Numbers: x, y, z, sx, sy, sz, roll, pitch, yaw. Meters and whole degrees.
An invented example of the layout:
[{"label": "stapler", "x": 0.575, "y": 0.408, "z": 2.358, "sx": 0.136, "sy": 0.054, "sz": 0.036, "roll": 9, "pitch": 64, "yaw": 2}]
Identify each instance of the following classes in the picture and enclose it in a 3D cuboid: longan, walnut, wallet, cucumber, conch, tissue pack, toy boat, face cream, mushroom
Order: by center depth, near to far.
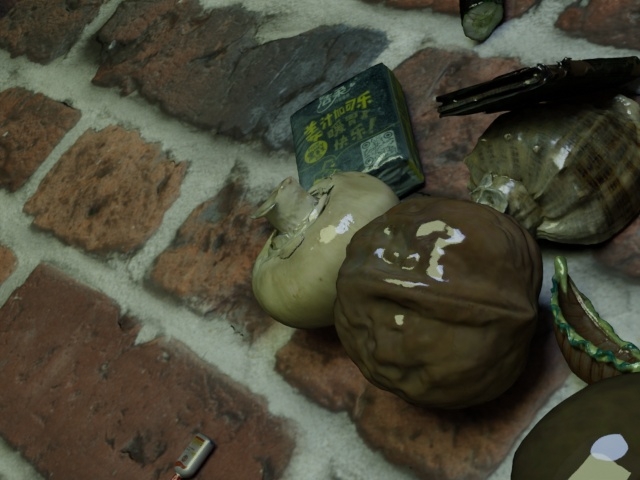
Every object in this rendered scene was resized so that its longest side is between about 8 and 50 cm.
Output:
[{"label": "longan", "x": 0.320, "y": 0.260, "z": 1.197, "sx": 0.300, "sy": 0.300, "sz": 0.243, "roll": -57, "pitch": -2, "yaw": -19}, {"label": "toy boat", "x": 0.328, "y": 0.119, "z": 1.439, "sx": 0.293, "sy": 0.109, "sz": 0.099, "roll": 49, "pitch": 122, "yaw": 59}, {"label": "walnut", "x": 0.145, "y": 0.073, "z": 1.543, "sx": 0.273, "sy": 0.227, "sz": 0.273, "roll": -23, "pitch": 40, "yaw": 21}, {"label": "conch", "x": 0.303, "y": -0.106, "z": 1.637, "sx": 0.291, "sy": 0.159, "sz": 0.210, "roll": -46, "pitch": 35, "yaw": -8}, {"label": "wallet", "x": 0.297, "y": -0.205, "z": 1.675, "sx": 0.169, "sy": 0.044, "sz": 0.317, "roll": -14, "pitch": 1, "yaw": 36}, {"label": "mushroom", "x": 0.000, "y": 0.000, "z": 1.747, "sx": 0.246, "sy": 0.202, "sz": 0.246, "roll": -39, "pitch": 21, "yaw": 18}, {"label": "face cream", "x": -0.183, "y": 0.310, "z": 1.771, "sx": 0.040, "sy": 0.021, "sz": 0.083, "roll": 17, "pitch": 66, "yaw": 50}, {"label": "tissue pack", "x": 0.052, "y": -0.147, "z": 1.971, "sx": 0.185, "sy": 0.081, "sz": 0.257, "roll": -28, "pitch": 38, "yaw": 17}, {"label": "cucumber", "x": 0.262, "y": -0.426, "z": 2.072, "sx": 0.074, "sy": 0.074, "sz": 0.241, "roll": -21, "pitch": 40, "yaw": 25}]
